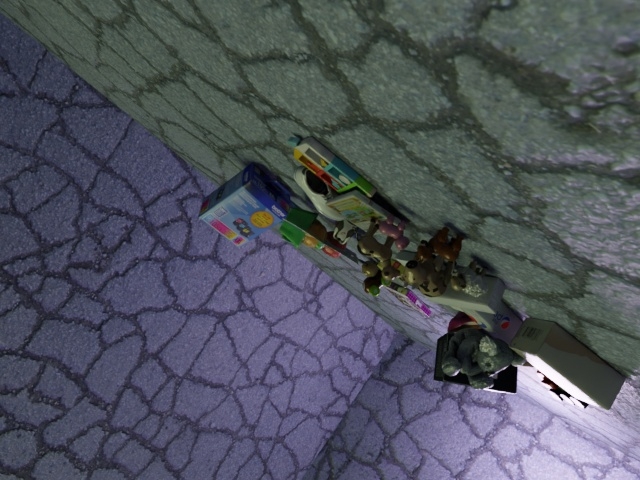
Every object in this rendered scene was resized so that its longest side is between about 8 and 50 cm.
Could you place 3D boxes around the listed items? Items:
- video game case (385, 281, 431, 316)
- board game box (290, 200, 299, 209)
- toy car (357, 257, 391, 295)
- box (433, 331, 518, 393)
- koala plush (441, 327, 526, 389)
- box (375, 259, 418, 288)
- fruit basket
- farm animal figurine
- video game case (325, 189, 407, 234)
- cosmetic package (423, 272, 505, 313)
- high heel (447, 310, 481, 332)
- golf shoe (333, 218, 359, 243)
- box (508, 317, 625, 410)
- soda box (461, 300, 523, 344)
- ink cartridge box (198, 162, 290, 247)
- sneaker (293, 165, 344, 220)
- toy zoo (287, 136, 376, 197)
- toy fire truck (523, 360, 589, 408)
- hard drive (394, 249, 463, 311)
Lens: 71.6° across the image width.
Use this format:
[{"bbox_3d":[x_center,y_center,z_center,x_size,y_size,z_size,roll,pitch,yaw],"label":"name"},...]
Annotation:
[{"bbox_3d":[0.462,0.308,2.394,0.232,0.041,0.210,41,170,-32],"label":"video game case"},{"bbox_3d":[-0.201,-0.156,2.336,0.254,0.079,0.336,39,170,-16],"label":"board game box"},{"bbox_3d":[0.238,0.160,2.209,0.188,0.149,0.155,49,178,-11],"label":"toy car"},{"bbox_3d":[0.688,0.556,2.007,0.294,0.211,0.395,7,164,10],"label":"box"},{"bbox_3d":[0.573,0.393,1.540,0.196,0.203,0.221,29,154,-15],"label":"koala plush"},{"bbox_3d":[0.348,0.137,1.911,0.087,0.058,0.232,43,169,-37],"label":"box"},{"bbox_3d":[0.000,0.000,1.879,0.353,0.165,0.327,36,-174,-2],"label":"fruit basket"},{"bbox_3d":[0.283,0.076,1.321,0.327,0.172,0.331,37,163,-33],"label":"farm animal figurine"},{"bbox_3d":[0.142,-0.084,1.436,0.207,0.026,0.227,32,167,-17],"label":"video game case"},{"bbox_3d":[0.452,0.161,1.408,0.060,0.098,0.239,42,158,-31],"label":"cosmetic package"},{"bbox_3d":[0.628,0.361,1.836,0.082,0.117,0.244,41,170,-25],"label":"high heel"},{"bbox_3d":[0.088,-0.046,1.746,0.105,0.120,0.273,34,172,3],"label":"golf shoe"},{"bbox_3d":[0.784,0.390,1.416,0.311,0.121,0.148,37,171,-8],"label":"box"},{"bbox_3d":[0.571,0.242,1.518,0.286,0.098,0.091,40,170,-27],"label":"soda box"},{"bbox_3d":[-0.322,-0.171,2.041,0.270,0.396,0.151,41,-152,-35],"label":"ink cartridge box"},{"bbox_3d":[0.009,-0.157,1.546,0.258,0.094,0.091,41,174,-24],"label":"sneaker"},{"bbox_3d":[0.022,-0.223,1.366,0.293,0.030,0.192,37,171,-10],"label":"toy zoo"},{"bbox_3d":[0.854,0.486,1.628,0.246,0.158,0.217,47,172,6],"label":"toy fire truck"},{"bbox_3d":[0.466,0.165,1.665,0.353,0.047,0.233,39,170,-20],"label":"hard drive"}]
